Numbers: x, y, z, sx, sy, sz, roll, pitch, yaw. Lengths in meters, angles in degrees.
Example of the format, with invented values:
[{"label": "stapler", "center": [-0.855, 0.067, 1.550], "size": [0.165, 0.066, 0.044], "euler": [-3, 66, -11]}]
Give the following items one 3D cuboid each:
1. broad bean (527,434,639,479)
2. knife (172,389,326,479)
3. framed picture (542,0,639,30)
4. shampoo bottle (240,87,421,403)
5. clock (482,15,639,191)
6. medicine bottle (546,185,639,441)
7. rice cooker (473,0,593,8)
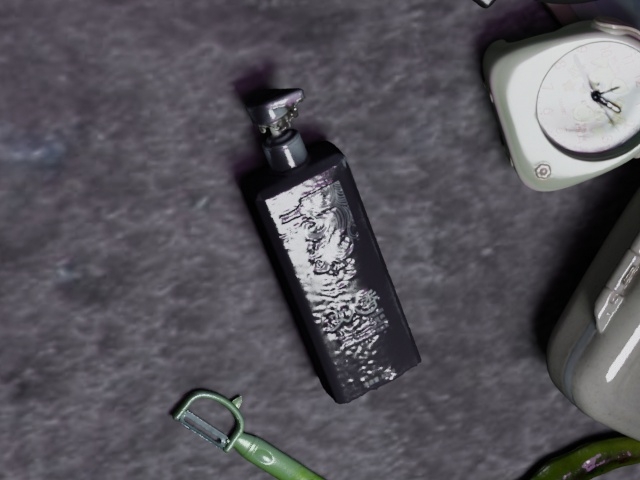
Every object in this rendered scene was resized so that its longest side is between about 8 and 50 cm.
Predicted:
[{"label": "broad bean", "center": [0.262, 0.256, 1.840], "size": [0.227, 0.039, 0.069], "euler": [-23, 121, -11]}, {"label": "knife", "center": [-0.051, 0.204, 1.718], "size": [0.212, 0.015, 0.054], "euler": [37, 86, -27]}, {"label": "framed picture", "center": [0.363, -0.237, 1.703], "size": [0.247, 0.022, 0.335], "euler": [-42, 118, -1]}, {"label": "shampoo bottle", "center": [-0.001, 0.000, 1.630], "size": [0.098, 0.071, 0.309], "euler": [-25, 114, -7]}, {"label": "clock", "center": [0.258, -0.140, 1.653], "size": [0.191, 0.062, 0.151], "euler": [-18, 114, 3]}, {"label": "medicine bottle", "center": [0.399, 0.030, 1.745], "size": [0.282, 0.123, 0.375], "euler": [25, 100, -36]}, {"label": "rice cooker", "center": [0.195, -0.328, 1.479], "size": [0.241, 0.227, 0.280], "euler": [36, 95, -20]}]
